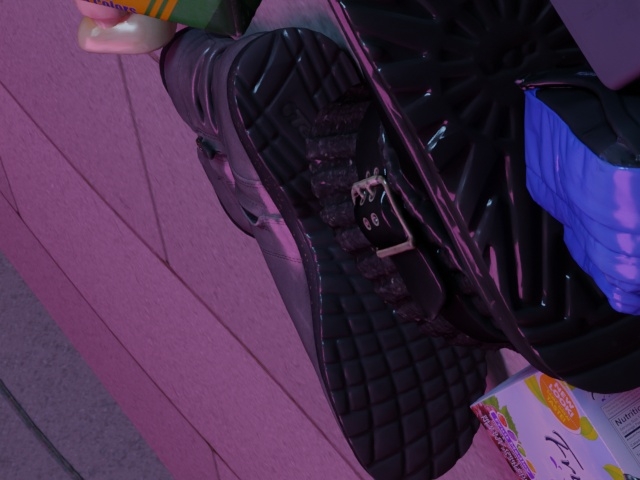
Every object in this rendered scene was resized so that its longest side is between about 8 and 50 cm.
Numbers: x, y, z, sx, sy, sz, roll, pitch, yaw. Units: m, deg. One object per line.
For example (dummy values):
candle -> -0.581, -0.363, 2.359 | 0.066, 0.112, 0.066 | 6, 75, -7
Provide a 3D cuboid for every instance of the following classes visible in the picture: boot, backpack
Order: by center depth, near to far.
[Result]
backpack -> 0.147, -0.020, 0.782 | 0.120, 0.098, 0.101 | -125, 22, -68
boot -> 0.058, -0.088, 0.954 | 0.260, 0.131, 0.348 | -153, 43, -77
boot -> 0.000, 0.000, 1.345 | 0.222, 0.118, 0.338 | -166, 58, -71

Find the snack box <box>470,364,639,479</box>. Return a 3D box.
snack box -> 0.190, 0.155, 1.109 | 0.207, 0.070, 0.174 | 56, 164, 4

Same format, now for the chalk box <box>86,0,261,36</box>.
chalk box -> -0.100, -0.271, 0.895 | 0.179, 0.180, 0.289 | 16, 148, 17

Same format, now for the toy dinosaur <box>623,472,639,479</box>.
toy dinosaur -> 0.197, 0.231, 0.915 | 0.322, 0.218, 0.164 | 21, 166, -35

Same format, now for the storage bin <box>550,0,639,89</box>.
storage bin -> 0.152, -0.106, 0.721 | 0.098, 0.091, 0.135 | 58, 164, 0

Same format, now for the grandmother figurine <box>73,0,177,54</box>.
grandmother figurine -> -0.173, -0.303, 1.295 | 0.208, 0.104, 0.342 | -118, 11, -45
